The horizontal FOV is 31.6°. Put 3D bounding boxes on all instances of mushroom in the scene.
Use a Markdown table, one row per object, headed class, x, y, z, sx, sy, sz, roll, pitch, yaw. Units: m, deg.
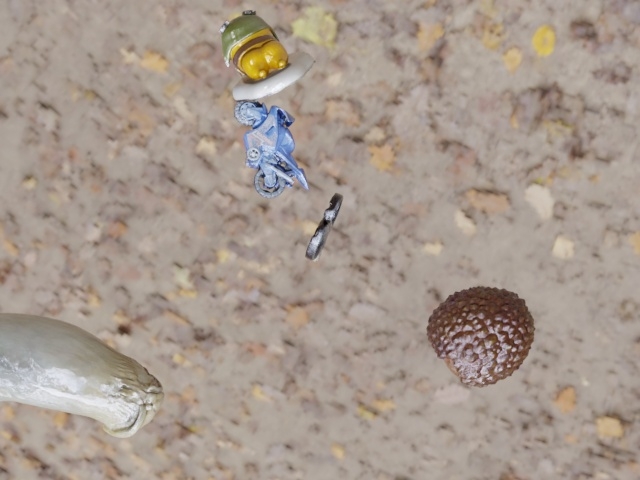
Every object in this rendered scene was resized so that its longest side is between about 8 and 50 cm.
| class | x | y | z | sx | sy | sz | roll | pitch | yaw |
| --- | --- | --- | --- | --- | --- | --- | --- | --- | --- |
| mushroom | -0.410 | 0.183 | 1.562 | 0.397 | 0.126 | 0.177 | -1 | 104 | 14 |

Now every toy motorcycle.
| class | x | y | z | sx | sy | sz | roll | pitch | yaw |
| --- | --- | --- | --- | --- | --- | --- | --- | --- | --- |
| toy motorcycle | -0.093 | -0.183 | 2.173 | 0.076 | 0.114 | 0.205 | 125 | 130 | -79 |

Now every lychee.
| class | x | y | z | sx | sy | sz | roll | pitch | yaw |
| --- | --- | --- | --- | --- | --- | --- | --- | --- | --- |
| lychee | 0.284 | 0.159 | 1.985 | 0.188 | 0.188 | 0.188 | 16 | 137 | 15 |

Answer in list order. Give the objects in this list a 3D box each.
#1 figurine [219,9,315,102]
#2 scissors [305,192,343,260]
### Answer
| class | x | y | z | sx | sy | sz | roll | pitch | yaw |
| --- | --- | --- | --- | --- | --- | --- | --- | --- | --- |
| figurine | -0.111 | -0.353 | 2.089 | 0.141 | 0.167 | 0.250 | 64 | 173 | -17 |
| scissors | 0.000 | 0.000 | 1.795 | 0.022 | 0.109 | 0.300 | 26 | 168 | 2 |
